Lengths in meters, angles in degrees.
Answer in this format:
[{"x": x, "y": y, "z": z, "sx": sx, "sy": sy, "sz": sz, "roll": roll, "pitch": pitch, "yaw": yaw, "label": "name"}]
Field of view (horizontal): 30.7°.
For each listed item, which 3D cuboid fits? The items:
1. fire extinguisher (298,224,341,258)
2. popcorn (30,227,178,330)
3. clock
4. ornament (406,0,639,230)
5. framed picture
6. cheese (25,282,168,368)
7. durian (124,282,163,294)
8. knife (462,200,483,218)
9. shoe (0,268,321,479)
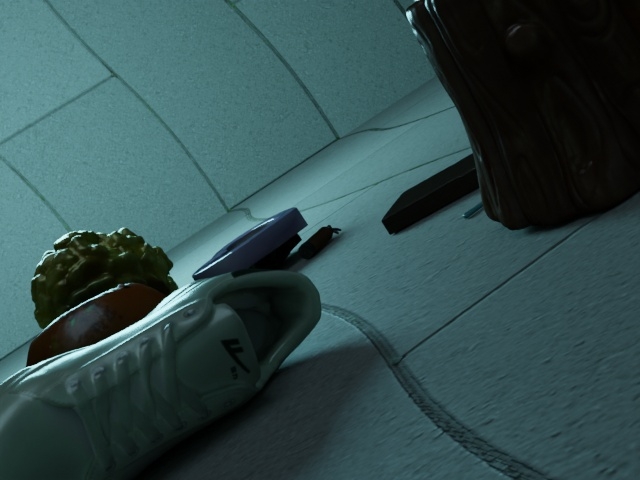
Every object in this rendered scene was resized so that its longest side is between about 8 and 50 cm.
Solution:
[{"x": 0.000, "y": 0.000, "z": 1.608, "sx": 0.028, "sy": 0.022, "sz": 0.083, "roll": 15, "pitch": 30, "yaw": 24, "label": "fire extinguisher"}, {"x": -0.315, "y": 0.082, "z": 1.690, "sx": 0.218, "sy": 0.189, "sz": 0.169, "roll": 6, "pitch": 24, "yaw": -29, "label": "popcorn"}, {"x": -0.087, "y": 0.017, "z": 1.679, "sx": 0.172, "sy": 0.064, "sz": 0.198, "roll": -30, "pitch": 8, "yaw": 21, "label": "clock"}, {"x": 0.193, "y": -0.147, "z": 0.985, "sx": 0.235, "sy": 0.217, "sz": 0.221, "roll": -27, "pitch": 9, "yaw": 26, "label": "ornament"}, {"x": 0.160, "y": -0.071, "z": 1.394, "sx": 0.168, "sy": 0.023, "sz": 0.128, "roll": -29, "pitch": 7, "yaw": 22, "label": "framed picture"}, {"x": -0.186, "y": 0.114, "z": 1.231, "sx": 0.217, "sy": 0.129, "sz": 0.329, "roll": -31, "pitch": -5, "yaw": 37, "label": "cheese"}, {"x": -0.241, "y": 0.127, "z": 1.495, "sx": 0.250, "sy": 0.101, "sz": 0.139, "roll": -20, "pitch": 50, "yaw": 60, "label": "durian"}, {"x": 0.180, "y": -0.047, "z": 1.217, "sx": 0.091, "sy": 0.005, "sz": 0.014, "roll": -35, "pitch": 9, "yaw": -25, "label": "knife"}, {"x": -0.135, "y": 0.123, "z": 0.974, "sx": 0.160, "sy": 0.132, "sz": 0.363, "roll": -19, "pitch": 10, "yaw": 41, "label": "shoe"}]
